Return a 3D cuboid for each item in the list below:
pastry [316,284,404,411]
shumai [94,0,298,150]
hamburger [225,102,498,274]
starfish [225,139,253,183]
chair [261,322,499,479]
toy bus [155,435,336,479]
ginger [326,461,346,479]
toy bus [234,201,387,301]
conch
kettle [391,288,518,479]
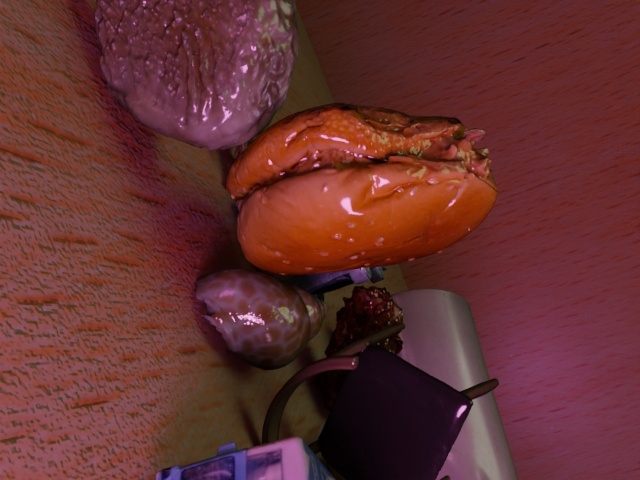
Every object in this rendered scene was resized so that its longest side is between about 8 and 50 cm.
[{"bbox_3d":[0.063,0.165,0.970,0.097,0.208,0.115,3,18,-46],"label":"pastry"},{"bbox_3d":[-0.119,-0.216,0.753,0.260,0.225,0.222,53,9,18],"label":"shumai"},{"bbox_3d":[0.046,-0.053,0.748,0.314,0.290,0.170,156,-75,-65],"label":"hamburger"},{"bbox_3d":[-0.128,-0.157,1.016,0.150,0.053,0.209,86,6,-50],"label":"starfish"},{"bbox_3d":[0.075,0.217,0.763,0.166,0.188,0.272,29,12,29],"label":"chair"},{"bbox_3d":[-0.011,0.281,0.522,0.106,0.131,0.297,-99,164,-52],"label":"toy bus"},{"bbox_3d":[0.043,0.327,0.842,0.190,0.069,0.095,-82,165,-69],"label":"ginger"},{"bbox_3d":[0.000,0.000,1.064,0.312,0.152,0.190,12,56,-75],"label":"toy bus"},{"bbox_3d":[-0.064,0.087,0.745,0.173,0.106,0.116,44,2,-29],"label":"conch"},{"bbox_3d":[0.188,0.338,1.178,0.361,0.250,0.376,99,-16,-51],"label":"kettle"}]
